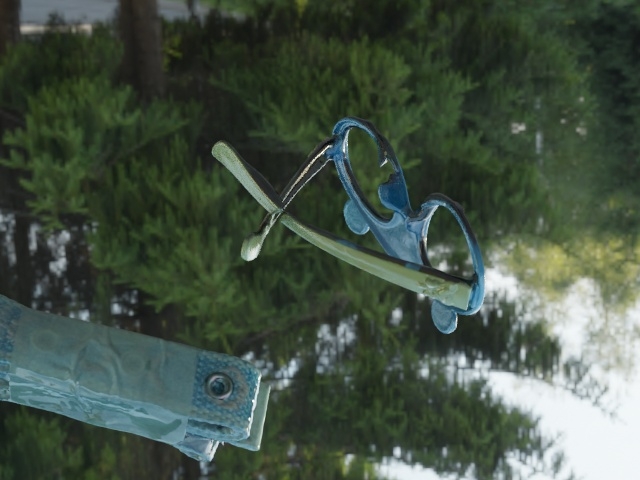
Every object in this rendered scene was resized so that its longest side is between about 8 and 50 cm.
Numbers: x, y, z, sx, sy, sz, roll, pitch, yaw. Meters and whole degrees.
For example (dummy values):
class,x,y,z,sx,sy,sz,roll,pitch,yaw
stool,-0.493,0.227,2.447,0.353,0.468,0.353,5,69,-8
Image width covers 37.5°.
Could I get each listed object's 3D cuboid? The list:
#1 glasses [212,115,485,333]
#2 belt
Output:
class,x,y,z,sx,sy,sz,roll,pitch,yaw
glasses,0.019,-0.030,0.736,0.206,0.102,0.239,16,-156,-42
belt,-0.187,0.101,0.734,0.302,0.087,0.072,17,-128,-10
